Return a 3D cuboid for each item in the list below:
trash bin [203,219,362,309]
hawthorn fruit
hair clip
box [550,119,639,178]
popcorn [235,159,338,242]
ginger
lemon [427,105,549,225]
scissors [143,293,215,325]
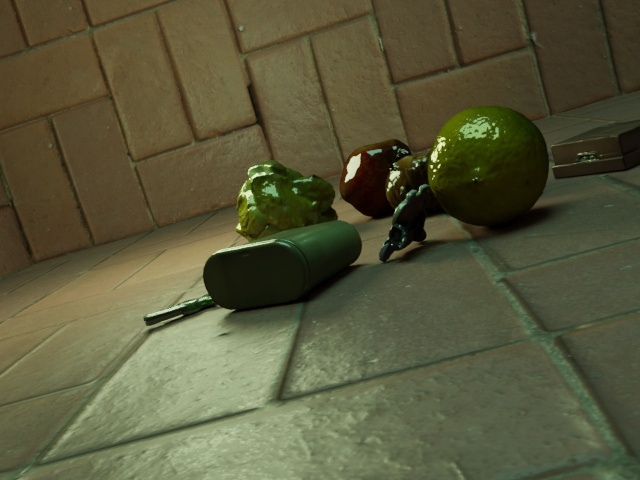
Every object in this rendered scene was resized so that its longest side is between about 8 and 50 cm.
[{"bbox_3d":[-0.070,0.043,1.610,0.243,0.121,0.247,-11,7,31],"label":"trash bin"},{"bbox_3d":[0.174,-0.181,2.226,0.208,0.208,0.248,-24,-8,-42],"label":"hawthorn fruit"},{"bbox_3d":[0.174,-0.034,1.610,0.056,0.146,0.187,22,29,16],"label":"hair clip"},{"bbox_3d":[0.703,-0.227,1.960,0.215,0.086,0.215,-21,9,-32],"label":"box"},{"bbox_3d":[-0.095,-0.097,2.180,0.277,0.276,0.225,-21,-25,-29],"label":"popcorn"},{"bbox_3d":[0.312,-0.157,1.978,0.254,0.176,0.418,-29,11,-30],"label":"ginger"},{"bbox_3d":[0.338,-0.150,1.640,0.268,0.267,0.267,-16,9,3],"label":"lemon"},{"bbox_3d":[-0.266,0.135,1.670,0.205,0.027,0.101,-19,6,-29],"label":"scissors"}]
